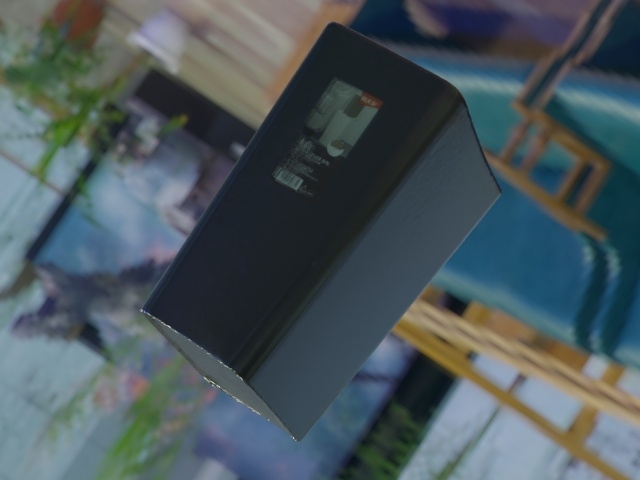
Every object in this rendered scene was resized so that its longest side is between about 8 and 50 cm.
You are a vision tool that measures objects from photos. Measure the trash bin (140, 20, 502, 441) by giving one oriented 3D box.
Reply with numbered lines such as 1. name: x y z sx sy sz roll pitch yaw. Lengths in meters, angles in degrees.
1. trash bin: 0.000 0.000 1.257 0.115 0.225 0.165 32 169 25
